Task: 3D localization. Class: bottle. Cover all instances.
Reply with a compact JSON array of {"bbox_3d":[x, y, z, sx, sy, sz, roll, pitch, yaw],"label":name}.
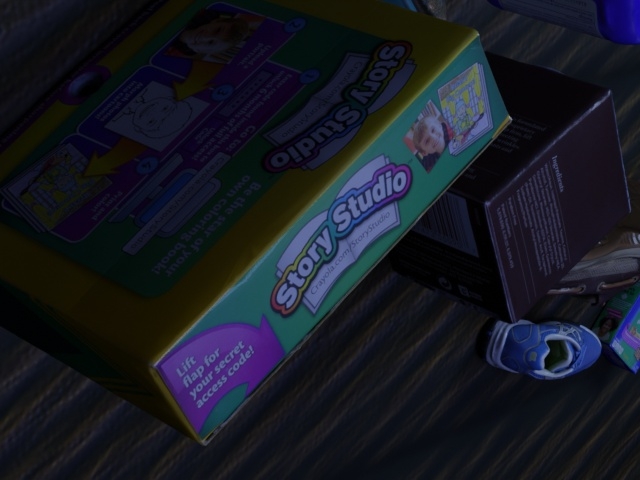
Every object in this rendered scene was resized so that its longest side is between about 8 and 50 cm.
[{"bbox_3d":[0.204,-0.259,1.533,0.118,0.283,0.092,-35,131,-32],"label":"bottle"}]

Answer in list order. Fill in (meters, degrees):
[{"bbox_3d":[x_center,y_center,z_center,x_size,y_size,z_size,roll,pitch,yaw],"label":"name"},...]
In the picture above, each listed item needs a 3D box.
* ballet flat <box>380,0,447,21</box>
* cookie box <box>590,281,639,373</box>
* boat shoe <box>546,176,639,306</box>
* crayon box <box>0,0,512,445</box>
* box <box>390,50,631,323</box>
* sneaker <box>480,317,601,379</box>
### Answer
[{"bbox_3d":[0.029,-0.304,1.470,0.123,0.123,0.348,-51,137,-17],"label":"ballet flat"},{"bbox_3d":[0.395,0.101,2.107,0.107,0.040,0.092,-59,139,-10],"label":"cookie box"},{"bbox_3d":[0.319,0.012,1.945,0.342,0.123,0.123,-10,146,-50],"label":"boat shoe"},{"bbox_3d":[-0.087,-0.052,1.295,0.363,0.313,0.106,-46,136,-22],"label":"crayon box"},{"bbox_3d":[0.184,-0.057,1.700,0.203,0.168,0.167,-40,133,-26],"label":"box"},{"bbox_3d":[0.276,0.137,1.964,0.211,0.081,0.080,3,104,-50],"label":"sneaker"}]
